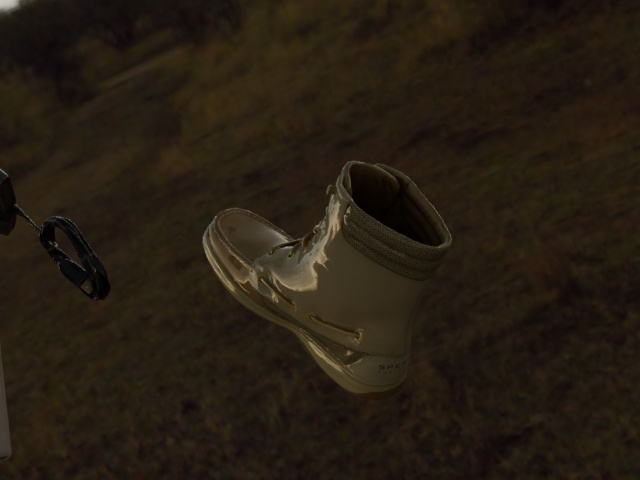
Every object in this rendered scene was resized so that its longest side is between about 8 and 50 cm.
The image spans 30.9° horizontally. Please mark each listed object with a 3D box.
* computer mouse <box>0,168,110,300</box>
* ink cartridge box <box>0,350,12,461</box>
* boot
[{"bbox_3d":[-0.265,-0.014,0.991,0.242,0.071,0.041,31,43,33],"label":"computer mouse"},{"bbox_3d":[-0.403,0.089,0.944,0.306,0.226,0.131,-11,-6,36],"label":"ink cartridge box"},{"bbox_3d":[0.000,0.000,1.085,0.095,0.204,0.262,-23,53,-38],"label":"boot"}]
